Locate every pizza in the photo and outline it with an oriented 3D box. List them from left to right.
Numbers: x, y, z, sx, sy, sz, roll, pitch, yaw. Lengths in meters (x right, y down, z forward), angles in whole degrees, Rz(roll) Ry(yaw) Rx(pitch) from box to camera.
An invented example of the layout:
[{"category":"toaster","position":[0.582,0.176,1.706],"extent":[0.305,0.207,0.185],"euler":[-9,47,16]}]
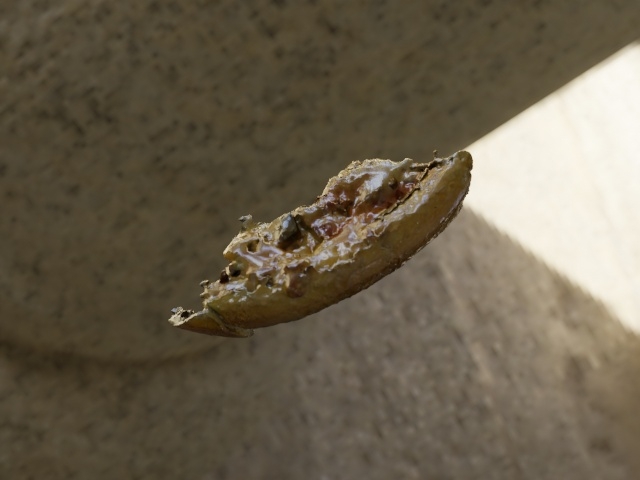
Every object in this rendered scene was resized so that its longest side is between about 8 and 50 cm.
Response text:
[{"category":"pizza","position":[0.000,0.000,0.454],"extent":[0.016,0.083,0.037],"euler":[64,-2,-39]}]
